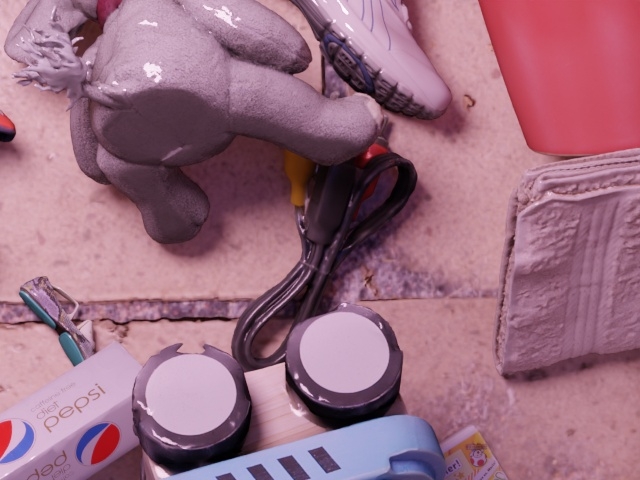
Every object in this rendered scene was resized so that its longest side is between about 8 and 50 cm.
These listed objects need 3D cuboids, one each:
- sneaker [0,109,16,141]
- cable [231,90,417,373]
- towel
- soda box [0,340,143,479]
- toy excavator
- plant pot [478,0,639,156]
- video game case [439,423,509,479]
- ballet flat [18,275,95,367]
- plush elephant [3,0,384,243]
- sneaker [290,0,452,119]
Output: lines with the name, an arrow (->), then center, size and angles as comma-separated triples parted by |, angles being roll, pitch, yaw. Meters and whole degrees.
sneaker -> -0.401, 0.005, 1.742 | 0.148, 0.131, 0.350 | 28, 85, -3
cable -> 0.000, 0.000, 1.861 | 0.139, 0.072, 0.287 | 15, 100, -26
towel -> 0.264, 0.023, 1.802 | 0.187, 0.282, 0.049 | -10, 49, -8
soda box -> -0.253, 0.189, 1.764 | 0.216, 0.074, 0.069 | -32, 137, -19
toy excavator -> -0.065, 0.327, 1.644 | 0.433, 0.222, 0.445 | -15, 61, -12
plant pot -> 0.276, -0.219, 1.800 | 0.275, 0.275, 0.243 | -13, 103, -9
video game case -> 0.110, 0.328, 1.877 | 0.227, 0.026, 0.206 | -31, 95, -7
ballet flat -> -0.241, 0.080, 1.816 | 0.041, 0.041, 0.114 | -38, 96, -7
plush elephant -> -0.147, -0.193, 1.746 | 0.330, 0.272, 0.255 | 30, 43, -39
sneaker -> 0.035, -0.245, 1.829 | 0.129, 0.111, 0.297 | -42, 97, -13
